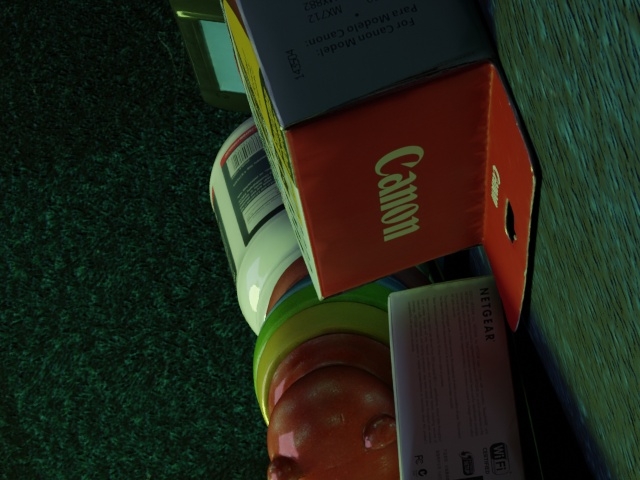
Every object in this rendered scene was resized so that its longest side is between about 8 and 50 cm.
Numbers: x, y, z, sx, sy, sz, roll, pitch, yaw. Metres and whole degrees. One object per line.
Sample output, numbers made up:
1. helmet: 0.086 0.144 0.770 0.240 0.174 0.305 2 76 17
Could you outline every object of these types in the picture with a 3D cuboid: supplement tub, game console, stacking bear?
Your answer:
1. supplement tub: 0.000 0.000 1.860 0.272 0.191 0.191 -110 2 -54
2. game console: 0.002 -0.081 1.498 0.293 0.250 0.173 79 -160 -74
3. stacking bear: 0.021 0.120 1.471 0.289 0.175 0.164 -81 -28 -71

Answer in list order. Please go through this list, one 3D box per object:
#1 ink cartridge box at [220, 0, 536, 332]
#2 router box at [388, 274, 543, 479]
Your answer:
1. ink cartridge box: 0.027 -0.086 1.149 0.309 0.130 0.272 77 173 -69
2. router box: 0.121 0.246 1.277 0.335 0.082 0.301 -93 -10 -46
